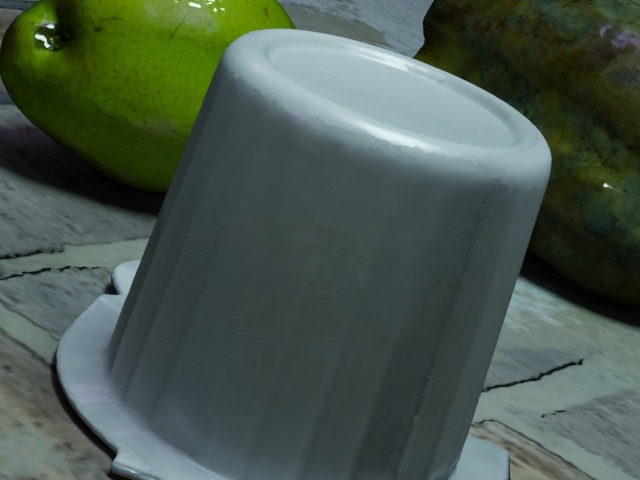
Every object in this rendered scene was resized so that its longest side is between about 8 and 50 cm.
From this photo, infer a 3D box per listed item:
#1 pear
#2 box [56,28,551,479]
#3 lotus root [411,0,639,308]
[{"bbox_3d":[-0.121,-0.127,1.124,0.220,0.187,0.187,16,17,-30],"label":"pear"},{"bbox_3d":[0.000,0.000,0.846,0.262,0.206,0.291,6,24,-35],"label":"box"},{"bbox_3d":[0.237,-0.083,1.305,0.250,0.250,0.346,-1,31,-46],"label":"lotus root"}]
